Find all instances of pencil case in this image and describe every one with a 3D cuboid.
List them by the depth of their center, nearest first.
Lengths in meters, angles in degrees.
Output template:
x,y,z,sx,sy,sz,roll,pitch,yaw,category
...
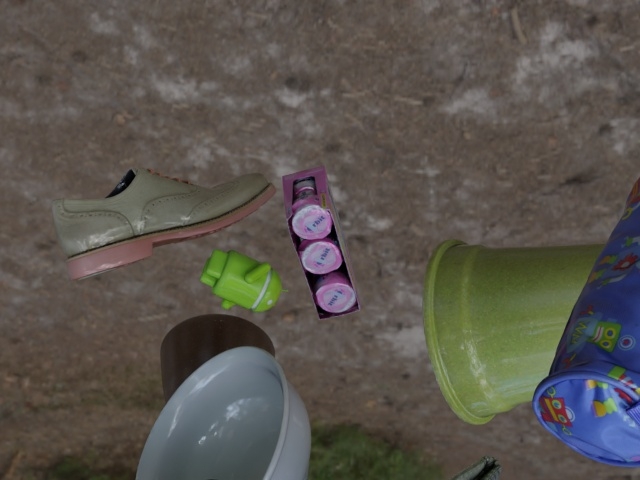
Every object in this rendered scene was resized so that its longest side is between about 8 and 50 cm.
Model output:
x,y,z,sx,sy,sz,roll,pitch,yaw,category
0.309,0.059,0.854,0.119,0.306,0.133,43,147,-13,pencil case

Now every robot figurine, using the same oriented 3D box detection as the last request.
x,y,z,sx,sy,sz,roll,pitch,yaw,category
-0.104,0.056,1.260,0.115,0.067,0.101,26,141,-14,robot figurine

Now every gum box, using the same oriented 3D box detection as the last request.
x,y,z,sx,sy,sz,roll,pitch,yaw,category
0.000,0.000,1.248,0.062,0.107,0.188,-14,126,4,gum box

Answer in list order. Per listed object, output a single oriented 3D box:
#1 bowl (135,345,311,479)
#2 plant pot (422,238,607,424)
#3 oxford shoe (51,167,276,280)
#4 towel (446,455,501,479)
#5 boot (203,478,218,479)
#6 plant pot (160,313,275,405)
x,y,z,sx,sy,sz,roll,pitch,yaw,category
-0.111,0.307,1.264,0.298,0.298,0.134,-24,132,35,bowl
0.318,0.112,1.295,0.254,0.276,0.276,-12,140,32,plant pot
-0.245,-0.064,1.502,0.397,0.146,0.140,-23,-176,-38,oxford shoe
0.105,0.440,1.179,0.056,0.324,0.312,32,106,21,towel
-0.177,0.309,0.952,0.197,0.073,0.152,-19,166,-7,boot
-0.189,0.287,1.635,0.215,0.230,0.215,-1,129,-1,plant pot
